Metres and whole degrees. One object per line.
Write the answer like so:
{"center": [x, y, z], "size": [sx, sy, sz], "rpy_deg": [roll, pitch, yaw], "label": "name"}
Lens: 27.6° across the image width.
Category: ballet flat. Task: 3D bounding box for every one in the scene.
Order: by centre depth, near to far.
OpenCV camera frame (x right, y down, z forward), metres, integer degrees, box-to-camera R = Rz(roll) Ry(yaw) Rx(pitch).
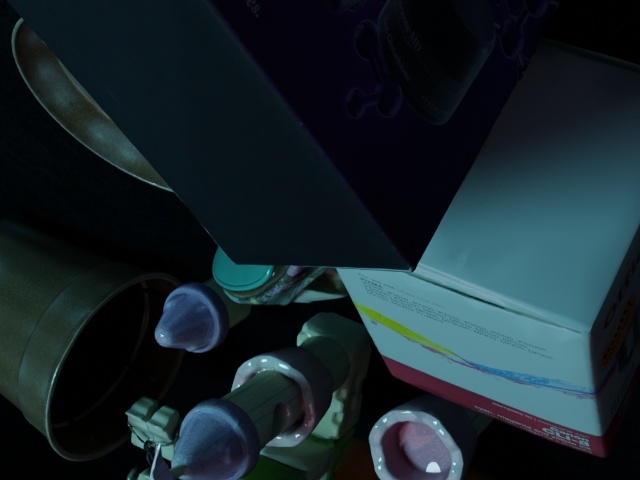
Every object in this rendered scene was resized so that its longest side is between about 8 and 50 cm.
{"center": [0.000, 0.000, 0.821], "size": [0.079, 0.077, 0.221], "rpy_deg": [17, 157, -18], "label": "ballet flat"}

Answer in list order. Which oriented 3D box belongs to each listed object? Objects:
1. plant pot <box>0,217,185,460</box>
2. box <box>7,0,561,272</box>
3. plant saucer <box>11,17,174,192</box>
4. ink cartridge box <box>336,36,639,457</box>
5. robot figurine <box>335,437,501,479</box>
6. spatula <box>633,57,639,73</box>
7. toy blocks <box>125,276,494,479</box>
{"center": [-0.222, 0.068, 1.074], "size": [0.165, 0.167, 0.167], "rpy_deg": [27, 155, 26], "label": "plant pot"}
{"center": [-0.025, -0.140, 0.465], "size": [0.103, 0.184, 0.261], "rpy_deg": [0, 141, 42], "label": "box"}
{"center": [-0.113, -0.091, 0.814], "size": [0.168, 0.029, 0.168], "rpy_deg": [24, 152, 14], "label": "plant saucer"}
{"center": [0.098, 0.002, 0.621], "size": [0.127, 0.128, 0.176], "rpy_deg": [20, 162, 23], "label": "ink cartridge box"}
{"center": [0.104, 0.243, 1.066], "size": [0.219, 0.128, 0.158], "rpy_deg": [27, 127, 10], "label": "robot figurine"}
{"center": [0.143, -0.118, 0.503], "size": [0.084, 0.030, 0.296], "rpy_deg": [14, 149, 40], "label": "spatula"}
{"center": [-0.069, 0.202, 0.907], "size": [0.309, 0.260, 0.288], "rpy_deg": [20, 116, 23], "label": "toy blocks"}
